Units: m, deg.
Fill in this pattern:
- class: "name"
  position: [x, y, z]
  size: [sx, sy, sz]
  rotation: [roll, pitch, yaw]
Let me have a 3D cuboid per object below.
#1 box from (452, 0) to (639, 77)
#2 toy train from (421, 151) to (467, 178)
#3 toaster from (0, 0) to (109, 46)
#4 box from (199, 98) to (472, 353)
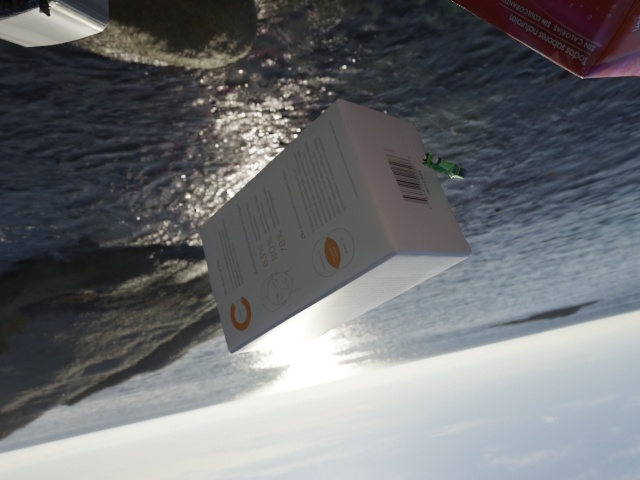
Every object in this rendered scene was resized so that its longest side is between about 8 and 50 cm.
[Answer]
- class: "box"
  position: [0.162, -0.236, 0.405]
  size: [0.128, 0.257, 0.122]
  rotation: [-14, 139, -36]
- class: "toy train"
  position: [0.153, -0.091, 0.655]
  size: [0.024, 0.017, 0.083]
  rotation: [23, -172, 41]
- class: "toaster"
  position: [-0.363, -0.336, 0.665]
  size: [0.168, 0.185, 0.110]
  rotation: [-2, 179, 21]
- class: "box"
  position: [0.000, 0.000, 0.774]
  size: [0.168, 0.215, 0.345]
  rotation: [3, 151, -45]
